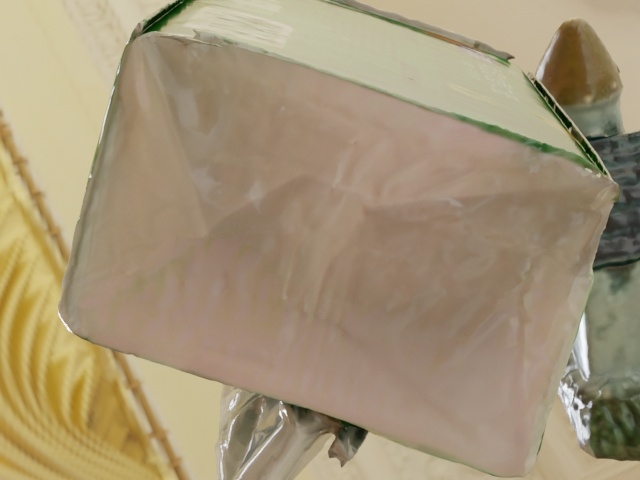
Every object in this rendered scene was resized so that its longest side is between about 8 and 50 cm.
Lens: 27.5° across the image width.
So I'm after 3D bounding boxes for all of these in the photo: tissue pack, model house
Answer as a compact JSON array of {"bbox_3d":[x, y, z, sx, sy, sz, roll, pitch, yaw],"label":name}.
[{"bbox_3d":[0.001,0.001,0.469,0.148,0.209,0.156,15,-75,-3],"label":"tissue pack"},{"bbox_3d":[0.221,-0.024,0.909,0.184,0.253,0.291,-14,-59,5],"label":"model house"}]
